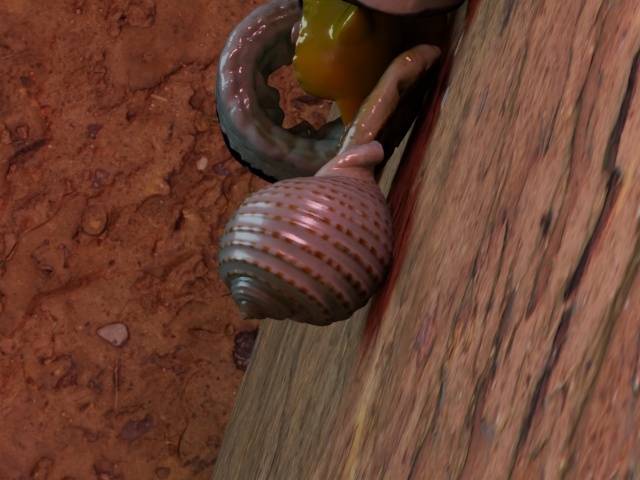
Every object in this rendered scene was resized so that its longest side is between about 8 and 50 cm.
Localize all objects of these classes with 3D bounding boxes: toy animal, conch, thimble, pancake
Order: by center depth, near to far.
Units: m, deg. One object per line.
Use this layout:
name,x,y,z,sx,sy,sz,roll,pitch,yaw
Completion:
conch,0.004,0.008,1.678,0.200,0.131,0.172,-34,-33,-9
pancake,0.047,-0.094,1.855,0.254,0.037,0.253,-56,-7,-11
toy animal,0.055,-0.226,1.948,0.230,0.156,0.156,-53,-11,-48
thimble,-0.011,-0.168,2.186,0.150,0.237,0.237,113,177,-82

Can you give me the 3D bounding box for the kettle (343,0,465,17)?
kettle,0.085,-0.456,1.810,0.361,0.250,0.377,-112,34,-52
